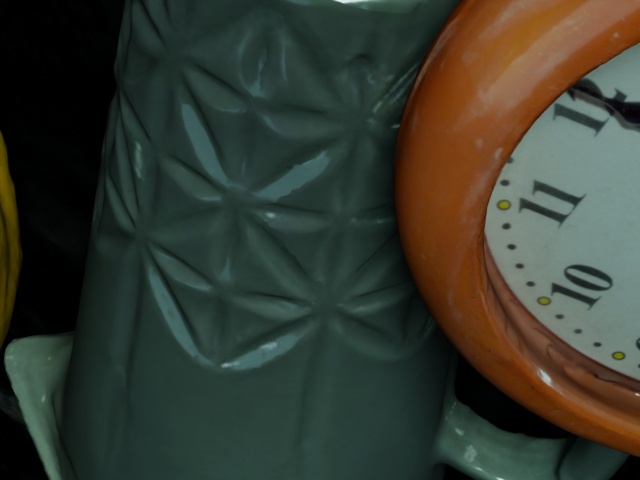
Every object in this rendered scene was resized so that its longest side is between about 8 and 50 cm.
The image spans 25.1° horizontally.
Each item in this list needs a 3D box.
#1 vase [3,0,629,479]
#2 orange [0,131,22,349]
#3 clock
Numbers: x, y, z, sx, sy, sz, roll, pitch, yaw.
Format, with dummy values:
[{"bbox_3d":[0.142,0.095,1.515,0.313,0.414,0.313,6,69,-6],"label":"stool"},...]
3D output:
[{"bbox_3d":[0.000,0.000,0.488,0.251,0.156,0.301,19,141,7],"label":"vase"},{"bbox_3d":[-0.290,-0.008,0.625,0.340,0.293,0.341,49,161,23],"label":"orange"},{"bbox_3d":[0.120,-0.012,0.360,0.205,0.051,0.205,3,135,3],"label":"clock"}]
